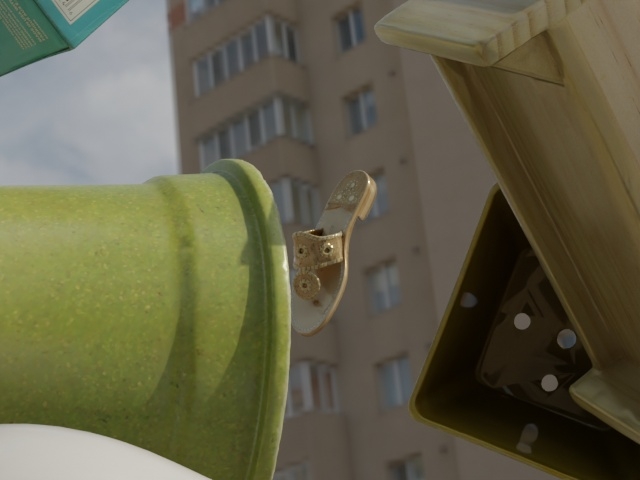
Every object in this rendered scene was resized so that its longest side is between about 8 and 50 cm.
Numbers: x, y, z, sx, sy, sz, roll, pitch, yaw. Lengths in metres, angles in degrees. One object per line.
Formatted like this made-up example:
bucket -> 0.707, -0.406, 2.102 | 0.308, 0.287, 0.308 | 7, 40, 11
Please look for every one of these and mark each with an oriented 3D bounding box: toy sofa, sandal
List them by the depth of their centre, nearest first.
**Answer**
toy sofa -> 0.208, -0.042, 0.972 | 0.177, 0.362, 0.150 | -36, 24, -12
sandal -> -0.005, 0.000, 1.844 | 0.088, 0.240, 0.079 | 0, -32, 43

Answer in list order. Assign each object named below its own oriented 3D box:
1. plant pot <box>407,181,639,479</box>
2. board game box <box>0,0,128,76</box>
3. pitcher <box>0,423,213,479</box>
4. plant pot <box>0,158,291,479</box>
plant pot -> 0.216, 0.088, 1.244 | 0.212, 0.212, 0.187 | 21, 0, 9
board game box -> -0.310, -0.223, 1.012 | 0.336, 0.079, 0.254 | -9, -58, 50
pitcher -> -0.066, 0.137, 0.520 | 0.207, 0.125, 0.178 | 2, -19, 9
plant pot -> -0.184, 0.071, 0.872 | 0.254, 0.276, 0.276 | 7, -26, -23
